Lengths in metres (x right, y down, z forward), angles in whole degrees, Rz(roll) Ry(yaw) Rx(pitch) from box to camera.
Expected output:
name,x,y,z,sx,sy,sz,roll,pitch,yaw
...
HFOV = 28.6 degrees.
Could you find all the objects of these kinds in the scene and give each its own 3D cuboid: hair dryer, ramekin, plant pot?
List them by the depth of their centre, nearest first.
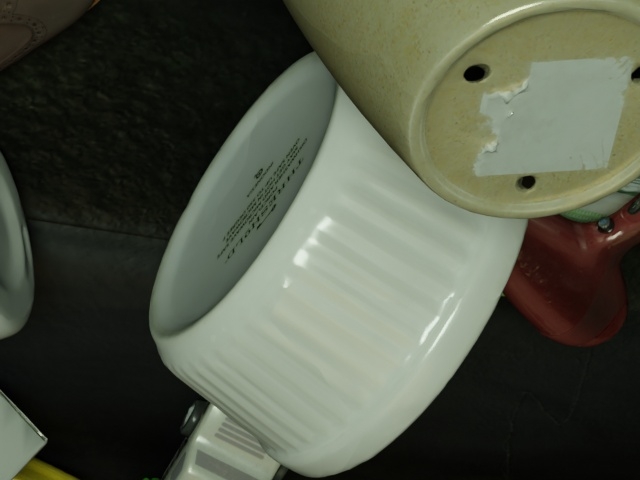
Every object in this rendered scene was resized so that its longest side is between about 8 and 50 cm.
name,x,y,z,sx,sy,sz,roll,pitch,yaw
plant pot,0.085,-0.151,0.633,0.257,0.274,0.256,-6,137,-5
ramekin,0.000,0.000,0.796,0.127,0.273,0.273,32,124,-19
hair dryer,0.228,-0.016,0.936,0.294,0.080,0.223,-2,124,-18

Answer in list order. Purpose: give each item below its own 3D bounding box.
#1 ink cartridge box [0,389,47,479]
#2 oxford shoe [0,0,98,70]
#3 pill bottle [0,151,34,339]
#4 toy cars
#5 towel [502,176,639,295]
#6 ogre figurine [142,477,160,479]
name,x,y,z,sx,sy,sz,roll,pitch,yaw
ink cartridge box,-0.377,0.238,0.993,0.117,0.207,0.283,47,120,-4
oxford shoe,-0.247,-0.104,0.749,0.271,0.098,0.097,-22,136,13
pill bottle,-0.341,0.019,0.824,0.272,0.152,0.152,-14,137,4
toy cars,-0.194,0.253,1.102,0.394,0.087,0.176,-18,109,9
towel,0.194,-0.001,0.993,0.113,0.023,0.152,10,134,-19
ogre figurine,-0.126,0.312,1.221,0.118,0.097,0.197,-46,144,10
